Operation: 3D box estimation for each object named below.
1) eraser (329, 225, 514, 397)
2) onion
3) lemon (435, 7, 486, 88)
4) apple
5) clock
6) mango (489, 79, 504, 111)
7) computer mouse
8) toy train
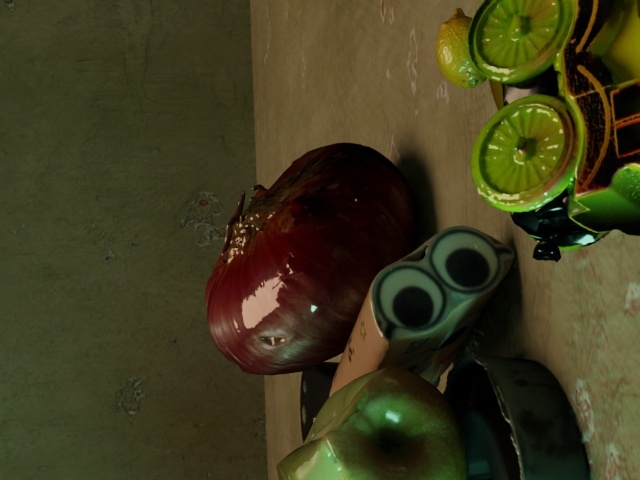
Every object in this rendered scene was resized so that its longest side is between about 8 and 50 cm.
[{"bbox_3d":[0.095,0.102,1.337,0.087,0.171,0.290,52,157,17],"label":"eraser"},{"bbox_3d":[0.013,0.042,1.666,0.347,0.285,0.347,-44,17,17],"label":"onion"},{"bbox_3d":[0.147,-0.195,1.285,0.065,0.065,0.092,108,154,-64],"label":"lemon"},{"bbox_3d":[0.054,0.220,1.183,0.188,0.174,0.207,-38,25,61],"label":"apple"},{"bbox_3d":[0.173,0.266,1.185,0.325,0.067,0.325,178,90,-81],"label":"clock"},{"bbox_3d":[0.182,-0.145,1.021,0.115,0.090,0.178,-141,42,-68],"label":"mango"},{"bbox_3d":[0.039,0.272,1.910,0.269,0.100,0.170,-172,78,-76],"label":"computer mouse"},{"bbox_3d":[0.181,-0.133,0.862,0.160,0.100,0.296,-18,62,35],"label":"toy train"}]
